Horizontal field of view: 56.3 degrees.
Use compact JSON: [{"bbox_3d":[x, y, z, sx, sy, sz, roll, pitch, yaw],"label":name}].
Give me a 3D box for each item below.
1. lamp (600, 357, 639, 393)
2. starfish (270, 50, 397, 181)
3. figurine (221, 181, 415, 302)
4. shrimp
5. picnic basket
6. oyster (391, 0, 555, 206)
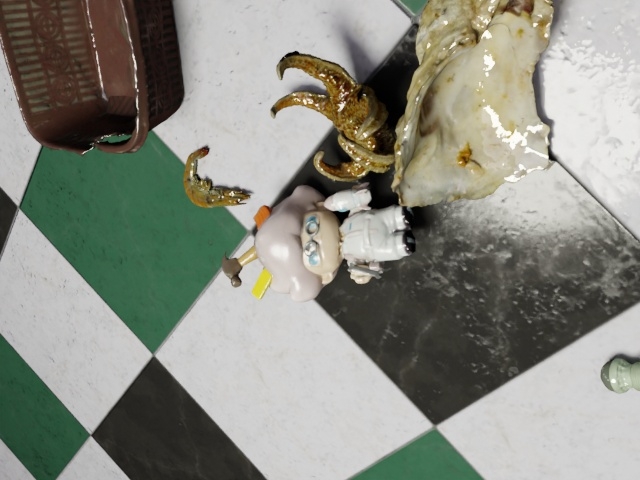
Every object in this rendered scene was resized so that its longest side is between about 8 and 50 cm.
[{"bbox_3d":[0.343,0.126,0.561,0.163,0.091,0.091,-13,106,52],"label":"lamp"},{"bbox_3d":[0.017,-0.125,0.595,0.146,0.074,0.190,55,169,-10],"label":"starfish"},{"bbox_3d":[0.000,0.000,0.690,0.229,0.112,0.137,-8,84,27],"label":"figurine"},{"bbox_3d":[-0.140,-0.081,0.787,0.114,0.023,0.083,10,114,32],"label":"shrimp"},{"bbox_3d":[-0.265,-0.261,0.710,0.222,0.129,0.297,9,118,26],"label":"picnic basket"},{"bbox_3d":[0.136,-0.142,0.541,0.107,0.161,0.233,50,141,47],"label":"oyster"}]
